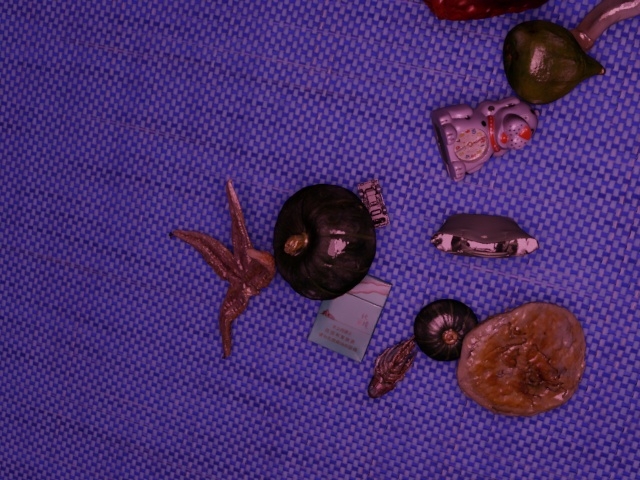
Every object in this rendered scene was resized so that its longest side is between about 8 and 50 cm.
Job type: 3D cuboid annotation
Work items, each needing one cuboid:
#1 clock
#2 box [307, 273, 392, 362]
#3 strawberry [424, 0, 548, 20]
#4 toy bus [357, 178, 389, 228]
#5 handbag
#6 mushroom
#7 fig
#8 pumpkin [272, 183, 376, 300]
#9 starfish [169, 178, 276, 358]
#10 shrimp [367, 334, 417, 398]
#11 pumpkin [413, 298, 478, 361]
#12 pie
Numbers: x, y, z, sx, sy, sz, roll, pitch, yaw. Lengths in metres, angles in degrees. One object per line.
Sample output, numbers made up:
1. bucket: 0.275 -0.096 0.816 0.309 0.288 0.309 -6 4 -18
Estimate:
1. clock: 0.417 -0.267 1.671 0.254 0.189 0.189 -15 91 7
2. box: 0.079 0.192 1.833 0.162 0.041 0.229 23 98 10
3. strawberry: 0.415 -0.666 1.607 0.345 0.295 0.317 6 77 -21
4. toy bus: 0.140 -0.095 1.780 0.060 0.075 0.123 -16 92 8
5. handbag: 0.385 -0.008 1.612 0.241 0.315 0.109 2 93 11
6. mushroom: 0.689 -0.535 1.627 0.223 0.081 0.092 -31 67 16
7. fig: 0.564 -0.427 1.611 0.235 0.203 0.203 -6 93 2
8. pumpkin: 0.000 0.000 1.725 0.300 0.207 0.300 -14 73 50
9. starfish: -0.246 0.077 1.833 0.384 0.132 0.398 57 139 7
10. shrimp: 0.196 0.321 1.802 0.090 0.079 0.233 35 95 3
11. pumpkin: 0.322 0.229 1.740 0.167 0.125 0.167 0 91 1
12. pie: 0.503 0.297 1.690 0.339 0.077 0.339 -2 108 -8
